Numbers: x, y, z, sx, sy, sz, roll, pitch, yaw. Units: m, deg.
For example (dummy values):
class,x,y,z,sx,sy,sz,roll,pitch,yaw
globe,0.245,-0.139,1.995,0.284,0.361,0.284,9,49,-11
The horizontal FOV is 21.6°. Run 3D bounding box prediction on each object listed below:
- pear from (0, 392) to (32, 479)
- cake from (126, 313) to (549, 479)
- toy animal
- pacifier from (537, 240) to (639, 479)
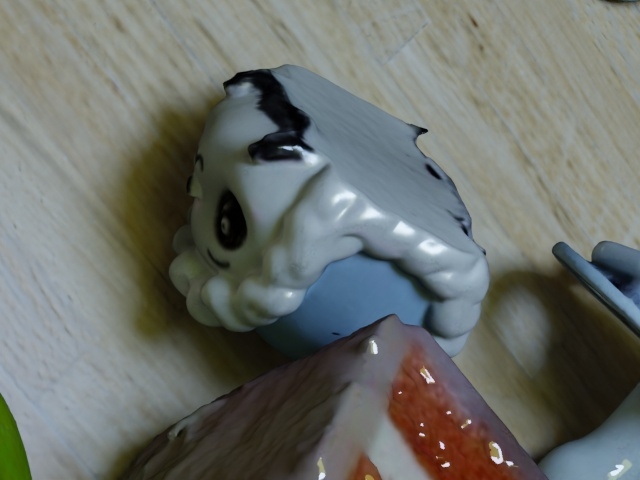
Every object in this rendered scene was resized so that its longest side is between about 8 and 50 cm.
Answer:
class,x,y,z,sx,sy,sz,roll,pitch,yaw
pear,-0.298,0.166,0.835,0.398,0.165,0.399,8,75,-32
cake,0.025,0.232,0.975,0.309,0.230,0.237,48,36,-13
toy animal,0.000,0.000,1.072,0.204,0.208,0.156,24,110,-25
pacifier,0.234,0.126,1.211,0.226,0.238,0.287,-45,114,0
